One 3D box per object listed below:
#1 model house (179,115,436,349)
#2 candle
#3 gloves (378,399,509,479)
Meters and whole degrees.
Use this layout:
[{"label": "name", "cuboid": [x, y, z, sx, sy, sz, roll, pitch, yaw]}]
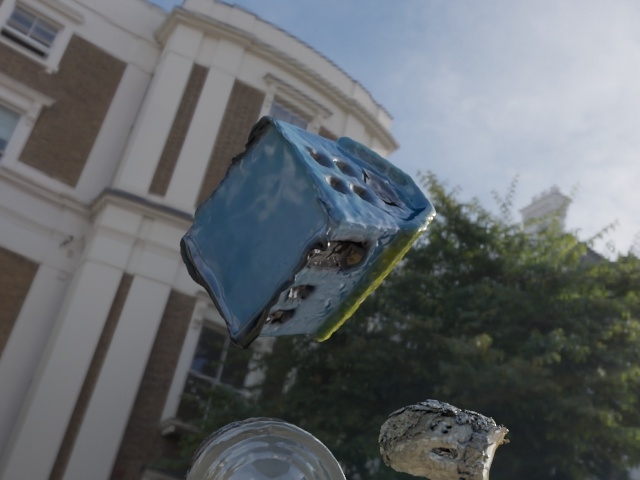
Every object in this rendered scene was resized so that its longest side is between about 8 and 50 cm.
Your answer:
[{"label": "model house", "cuboid": [0.000, 0.000, 1.127, 0.303, 0.215, 0.237, 4, -48, -49]}, {"label": "candle", "cuboid": [-0.079, 0.343, 1.099, 0.221, 0.221, 0.342, 14, -15, -3]}, {"label": "gloves", "cuboid": [0.149, 0.246, 1.041, 0.153, 0.114, 0.070, 6, -39, 33]}]
